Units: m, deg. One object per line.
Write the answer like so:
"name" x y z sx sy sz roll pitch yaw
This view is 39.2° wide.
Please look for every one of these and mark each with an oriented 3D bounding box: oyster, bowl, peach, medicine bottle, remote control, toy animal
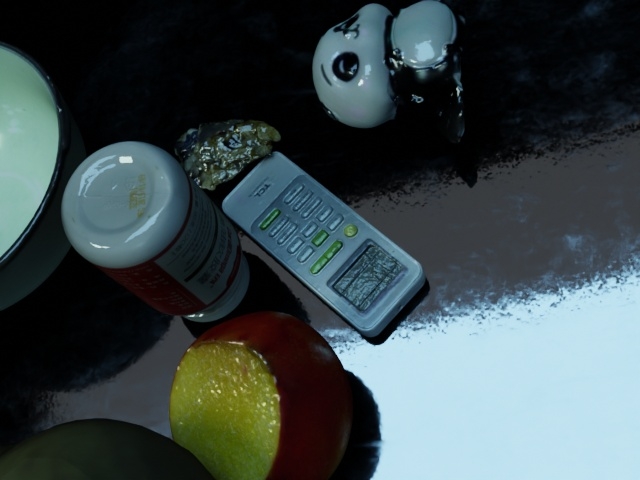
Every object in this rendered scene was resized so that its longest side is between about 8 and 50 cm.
"oyster" -0.116 -0.115 1.090 0.148 0.051 0.103 -17 52 15
"bowl" -0.424 -0.048 1.080 0.354 0.185 0.353 -5 67 13
"peach" -0.061 0.169 0.894 0.190 0.192 0.190 -11 56 17
"medicine bottle" -0.163 0.002 0.954 0.131 0.250 0.131 -6 67 13
"remote control" 0.000 0.000 1.031 0.103 0.034 0.250 -46 65 -6
"toy animal" 0.078 -0.192 1.031 0.179 0.138 0.166 2 53 11

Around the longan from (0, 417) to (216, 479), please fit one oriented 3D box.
"longan" -0.233 0.345 0.787 0.405 0.336 0.404 -11 70 32
